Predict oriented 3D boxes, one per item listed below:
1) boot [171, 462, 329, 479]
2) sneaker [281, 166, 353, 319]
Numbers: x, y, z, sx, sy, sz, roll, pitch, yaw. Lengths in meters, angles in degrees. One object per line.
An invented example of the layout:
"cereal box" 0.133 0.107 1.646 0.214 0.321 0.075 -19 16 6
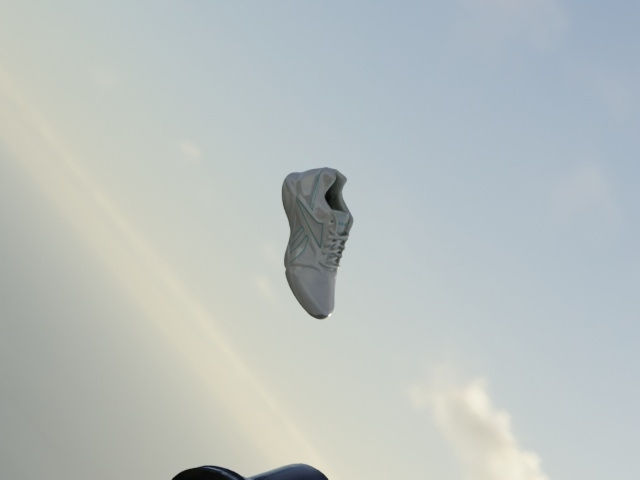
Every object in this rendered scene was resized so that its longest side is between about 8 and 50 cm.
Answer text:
"boot" -0.072 0.278 1.338 0.094 0.246 0.207 17 -3 22
"sneaker" 0.000 0.000 1.779 0.053 0.061 0.152 15 65 -53
